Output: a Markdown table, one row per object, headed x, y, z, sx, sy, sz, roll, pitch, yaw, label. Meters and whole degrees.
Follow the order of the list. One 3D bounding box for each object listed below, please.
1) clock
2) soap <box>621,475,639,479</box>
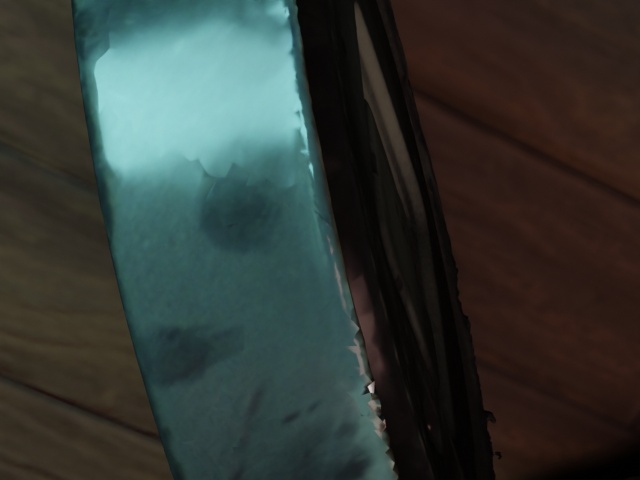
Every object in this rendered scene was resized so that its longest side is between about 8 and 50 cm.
| x | y | z | sx | sy | sz | roll | pitch | yaw | label |
| --- | --- | --- | --- | --- | --- | --- | --- | --- | --- |
| 0.000 | 0.000 | 0.733 | 0.076 | 0.386 | 0.386 | -13 | 120 | 9 | clock |
| 0.240 | 0.256 | 1.031 | 0.285 | 0.107 | 0.296 | -16 | 123 | 14 | soap |
